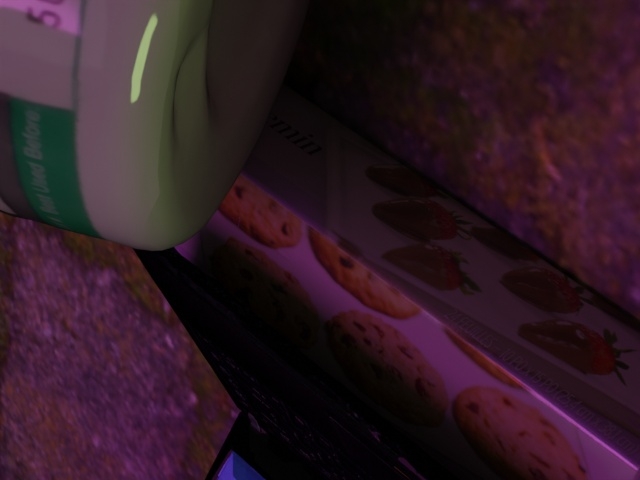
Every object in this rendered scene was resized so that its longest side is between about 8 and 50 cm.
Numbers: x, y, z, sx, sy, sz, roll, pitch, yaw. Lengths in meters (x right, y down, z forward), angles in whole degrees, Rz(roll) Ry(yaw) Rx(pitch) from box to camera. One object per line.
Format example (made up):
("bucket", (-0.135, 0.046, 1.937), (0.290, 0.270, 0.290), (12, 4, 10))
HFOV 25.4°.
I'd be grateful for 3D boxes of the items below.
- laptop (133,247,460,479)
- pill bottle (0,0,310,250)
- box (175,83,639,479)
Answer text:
("laptop", (-0.002, 0.161, 0.557), (0.234, 0.136, 0.264), (37, 165, 27))
("pill bottle", (-0.186, -0.138, 0.457), (0.361, 0.204, 0.204), (16, 125, 6))
("box", (0.000, 0.000, 0.541), (0.324, 0.063, 0.067), (37, 131, 27))
